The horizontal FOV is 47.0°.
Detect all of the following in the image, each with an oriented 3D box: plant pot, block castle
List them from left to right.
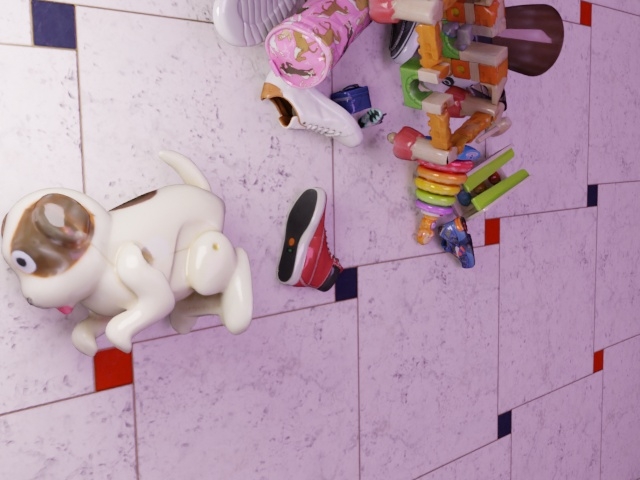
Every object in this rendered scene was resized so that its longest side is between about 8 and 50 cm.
[{"bbox_3d":[0.275,-0.435,1.764,0.303,0.213,0.453,-42,136,-29],"label":"block castle"},{"bbox_3d":[0.561,-0.605,2.190,0.230,0.215,0.215,-2,96,-28],"label":"plant pot"}]

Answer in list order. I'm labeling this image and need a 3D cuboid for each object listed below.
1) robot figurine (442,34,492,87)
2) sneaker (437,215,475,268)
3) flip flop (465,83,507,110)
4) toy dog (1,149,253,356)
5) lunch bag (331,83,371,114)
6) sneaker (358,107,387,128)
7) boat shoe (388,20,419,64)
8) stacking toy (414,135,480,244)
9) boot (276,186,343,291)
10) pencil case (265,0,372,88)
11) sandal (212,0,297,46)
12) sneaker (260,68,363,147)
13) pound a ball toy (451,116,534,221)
[{"bbox_3d":[0.372,-0.553,1.991,0.209,0.174,0.278,-42,127,-44],"label":"robot figurine"},{"bbox_3d":[0.402,0.009,2.172,0.221,0.087,0.083,60,25,-45],"label":"sneaker"},{"bbox_3d":[0.486,-0.440,2.209,0.277,0.080,0.112,-2,91,-58],"label":"flip flop"},{"bbox_3d":[-0.354,0.018,1.324,0.408,0.284,0.395,4,91,-41],"label":"toy dog"},{"bbox_3d":[0.080,-0.354,1.834,0.098,0.067,0.065,-27,112,-38],"label":"lunch bag"},{"bbox_3d":[0.146,-0.317,1.876,0.069,0.098,0.038,-18,92,-30],"label":"sneaker"},{"bbox_3d":[0.224,-0.629,1.928,0.119,0.121,0.335,18,82,-20],"label":"boat shoe"},{"bbox_3d":[0.320,-0.128,2.048,0.175,0.166,0.302,-9,115,-52],"label":"stacking toy"},{"bbox_3d":[0.000,0.000,1.785,0.176,0.088,0.244,14,93,-43],"label":"boot"},{"bbox_3d":[0.024,-0.499,1.651,0.160,0.167,0.386,31,51,2],"label":"pencil case"},{"bbox_3d":[-0.132,-0.550,1.604,0.416,0.102,0.169,-56,143,-40],"label":"sandal"},{"bbox_3d":[-0.027,-0.284,1.726,0.290,0.106,0.123,35,73,-27],"label":"sneaker"},{"bbox_3d":[0.489,-0.214,2.213,0.319,0.136,0.208,-33,90,-36],"label":"pound a ball toy"}]
